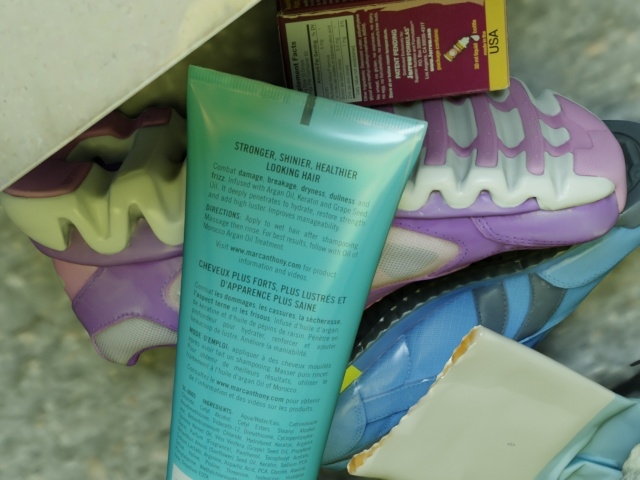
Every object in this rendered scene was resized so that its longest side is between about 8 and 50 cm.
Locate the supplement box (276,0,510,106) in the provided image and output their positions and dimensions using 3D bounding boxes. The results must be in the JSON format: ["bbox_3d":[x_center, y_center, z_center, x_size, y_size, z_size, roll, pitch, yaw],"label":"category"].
[{"bbox_3d":[0.026,-0.081,0.569,0.083,0.055,0.043,-7,119,1],"label":"supplement box"}]

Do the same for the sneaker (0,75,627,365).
[{"bbox_3d":[0.000,0.000,0.584,0.236,0.095,0.104,-5,116,10],"label":"sneaker"}]

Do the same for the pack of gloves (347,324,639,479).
[{"bbox_3d":[0.077,0.122,0.677,0.232,0.046,0.195,21,117,-40],"label":"pack of gloves"}]

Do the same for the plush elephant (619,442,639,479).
[{"bbox_3d":[0.329,0.049,0.548,0.330,0.272,0.255,-22,137,-26],"label":"plush elephant"}]

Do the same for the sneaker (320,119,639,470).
[{"bbox_3d":[0.065,0.028,0.631,0.209,0.069,0.082,-35,131,14],"label":"sneaker"}]

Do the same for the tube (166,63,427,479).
[{"bbox_3d":[-0.021,0.041,0.537,0.080,0.052,0.207,11,120,1],"label":"tube"}]

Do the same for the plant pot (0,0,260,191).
[{"bbox_3d":[-0.094,-0.182,0.419,0.256,0.256,0.274,-34,100,14],"label":"plant pot"}]
